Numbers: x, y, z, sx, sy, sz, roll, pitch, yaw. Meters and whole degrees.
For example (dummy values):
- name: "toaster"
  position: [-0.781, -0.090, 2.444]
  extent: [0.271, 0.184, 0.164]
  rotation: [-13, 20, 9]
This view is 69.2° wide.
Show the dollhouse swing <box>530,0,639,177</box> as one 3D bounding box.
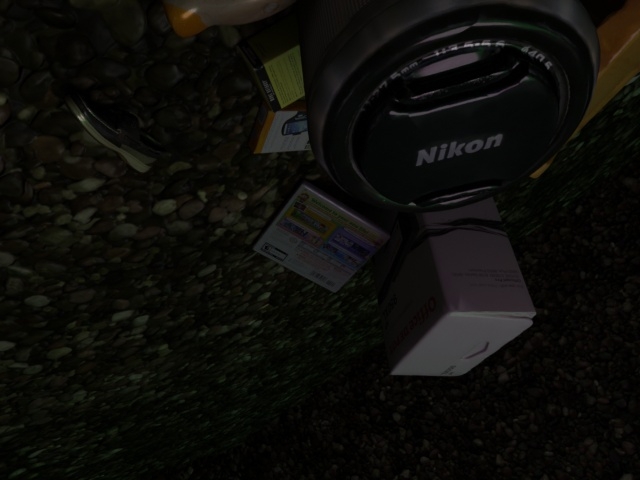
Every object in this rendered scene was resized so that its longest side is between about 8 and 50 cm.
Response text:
- name: "dollhouse swing"
  position: [0.275, -0.280, 0.550]
  extent: [0.304, 0.315, 0.347]
  rotation: [-8, 146, -39]

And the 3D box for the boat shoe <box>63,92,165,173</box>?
- name: "boat shoe"
  position: [-0.239, -0.134, 0.554]
  extent: [0.049, 0.056, 0.152]
  rotation: [-37, 164, -1]

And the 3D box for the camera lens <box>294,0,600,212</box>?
- name: "camera lens"
  position: [0.089, -0.181, 0.415]
  extent: [0.219, 0.275, 0.219]
  rotation: [-4, 147, -3]

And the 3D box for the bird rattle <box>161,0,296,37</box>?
- name: "bird rattle"
  position: [-0.069, -0.267, 0.348]
  extent: [0.253, 0.207, 0.143]
  rotation: [-23, -179, -6]

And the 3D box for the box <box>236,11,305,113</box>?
- name: "box"
  position: [0.016, -0.262, 0.595]
  extent: [0.232, 0.058, 0.087]
  rotation: [-31, 154, -1]

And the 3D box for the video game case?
- name: "video game case"
  position: [0.000, 0.000, 0.942]
  extent: [0.212, 0.023, 0.193]
  rotation: [30, 124, -18]

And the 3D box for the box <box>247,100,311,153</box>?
- name: "box"
  position: [-0.039, -0.177, 0.721]
  extent: [0.136, 0.028, 0.081]
  rotation: [-14, 149, -37]

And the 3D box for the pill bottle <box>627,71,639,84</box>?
- name: "pill bottle"
  position: [0.525, -0.381, 0.817]
  extent: [0.169, 0.169, 0.302]
  rotation: [-21, 152, -21]

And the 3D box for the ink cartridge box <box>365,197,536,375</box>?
- name: "ink cartridge box"
  position: [0.223, 0.034, 0.928]
  extent: [0.166, 0.395, 0.286]
  rotation: [3, 144, -12]
